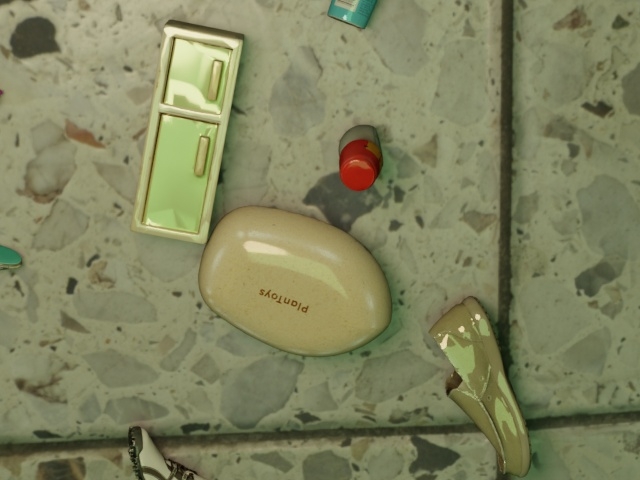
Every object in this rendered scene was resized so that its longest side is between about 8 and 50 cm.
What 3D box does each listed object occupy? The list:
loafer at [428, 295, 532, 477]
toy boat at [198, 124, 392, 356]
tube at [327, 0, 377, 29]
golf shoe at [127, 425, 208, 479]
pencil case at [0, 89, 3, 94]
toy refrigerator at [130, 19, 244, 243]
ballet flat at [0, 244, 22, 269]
[{"bbox_3d":[0.223,0.212,1.581,0.092,0.102,0.269,-19,97,4],"label":"loafer"},{"bbox_3d":[0.000,0.000,1.494,0.267,0.148,0.318,26,110,-5],"label":"toy boat"},{"bbox_3d":[0.069,-0.374,1.429,0.080,0.052,0.207,20,99,-13],"label":"tube"},{"bbox_3d":[-0.213,0.339,1.609,0.094,0.077,0.198,-22,113,-8],"label":"golf shoe"},{"bbox_3d":[-0.475,-0.140,1.456,0.070,0.064,0.152,20,107,-48],"label":"pencil case"},{"bbox_3d":[-0.172,-0.139,1.457,0.102,0.094,0.270,11,105,-6],"label":"toy refrigerator"},{"bbox_3d":[-0.460,0.020,1.520,0.114,0.041,0.041,18,104,-8],"label":"ballet flat"}]
